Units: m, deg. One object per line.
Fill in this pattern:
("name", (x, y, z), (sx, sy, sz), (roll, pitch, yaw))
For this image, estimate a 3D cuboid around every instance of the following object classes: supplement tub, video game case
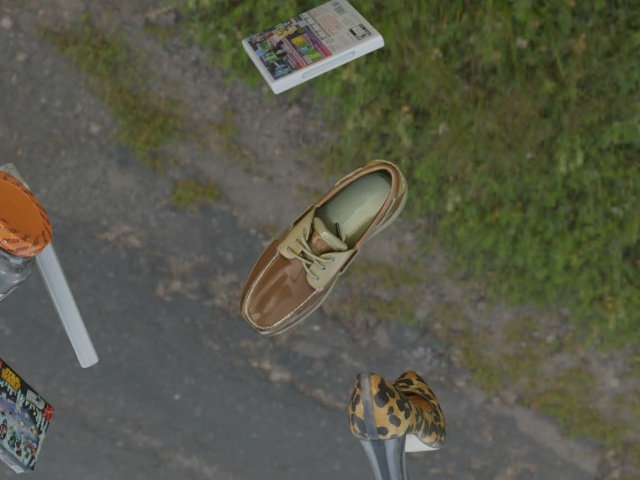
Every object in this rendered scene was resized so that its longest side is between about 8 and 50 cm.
("supplement tub", (-0.353, 0.023, 1.058), (0.190, 0.117, 0.117), (-37, 130, 16))
("video game case", (-0.310, 0.022, 1.268), (0.023, 0.193, 0.212), (-23, 107, -14))
("video game case", (-0.016, -0.309, 1.750), (0.183, 0.201, 0.023), (-25, 124, -4))

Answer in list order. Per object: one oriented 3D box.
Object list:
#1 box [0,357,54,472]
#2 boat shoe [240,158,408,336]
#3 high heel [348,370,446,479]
("box", (-0.389, 0.213, 1.381), (0.027, 0.094, 0.137), (-11, 137, 23))
("boat shoe", (0.000, 0.000, 1.656), (0.122, 0.324, 0.120), (41, 178, 6))
("high heel", (0.090, 0.179, 1.336), (0.093, 0.261, 0.186), (-8, 116, 13))
